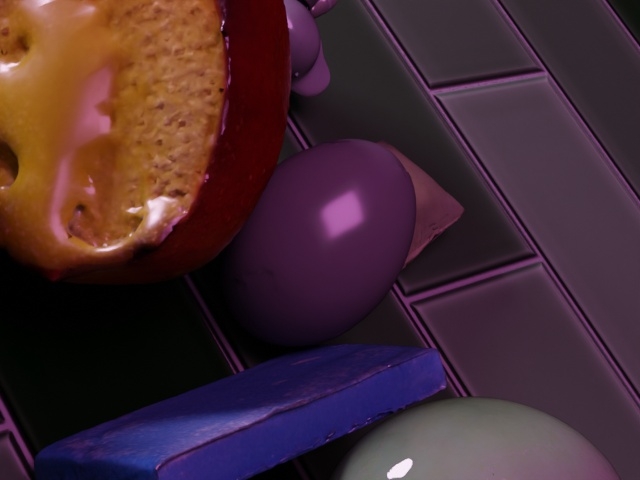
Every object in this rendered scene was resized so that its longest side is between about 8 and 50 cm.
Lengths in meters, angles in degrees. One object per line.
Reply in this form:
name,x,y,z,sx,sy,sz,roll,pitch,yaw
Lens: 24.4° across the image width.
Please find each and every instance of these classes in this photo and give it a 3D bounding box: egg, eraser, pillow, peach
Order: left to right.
peach,-0.159,-0.114,1.159,0.281,0.281,0.338,30,43,-15
eraser,-0.053,0.134,1.119,0.311,0.144,0.043,-17,100,-45
egg,0.000,0.000,1.252,0.146,0.146,0.199,44,74,1
pillow,0.052,-0.024,1.404,0.119,0.053,0.208,45,38,3
egg,0.119,0.226,1.111,0.269,0.220,0.220,-3,58,-39

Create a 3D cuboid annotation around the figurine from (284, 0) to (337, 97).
figurine,-0.046,-0.213,1.441,0.147,0.126,0.192,28,58,-31
